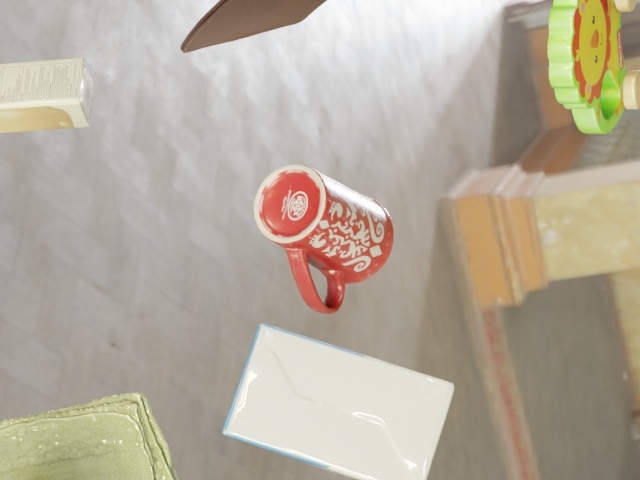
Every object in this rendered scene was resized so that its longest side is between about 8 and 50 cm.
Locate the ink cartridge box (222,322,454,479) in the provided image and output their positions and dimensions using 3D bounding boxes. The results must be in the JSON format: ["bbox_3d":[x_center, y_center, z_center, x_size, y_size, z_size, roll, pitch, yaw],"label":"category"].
[{"bbox_3d":[0.012,0.127,0.799,0.231,0.134,0.078,90,17,-79],"label":"ink cartridge box"}]

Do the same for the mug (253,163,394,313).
[{"bbox_3d":[0.008,-0.006,1.272,0.169,0.113,0.150,30,38,-60],"label":"mug"}]

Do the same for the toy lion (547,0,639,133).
[{"bbox_3d":[0.152,-0.104,0.622,0.096,0.034,0.100,-48,133,-44],"label":"toy lion"}]

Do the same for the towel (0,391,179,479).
[{"bbox_3d":[-0.182,0.176,0.842,0.027,0.148,0.110,-54,129,-71],"label":"towel"}]

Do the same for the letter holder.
[{"bbox_3d":[-0.077,-0.367,1.388,0.214,0.302,0.152,-23,91,-26],"label":"letter holder"}]

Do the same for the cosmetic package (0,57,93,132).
[{"bbox_3d":[-0.284,-0.141,1.076,0.041,0.115,0.060,83,5,-58],"label":"cosmetic package"}]
